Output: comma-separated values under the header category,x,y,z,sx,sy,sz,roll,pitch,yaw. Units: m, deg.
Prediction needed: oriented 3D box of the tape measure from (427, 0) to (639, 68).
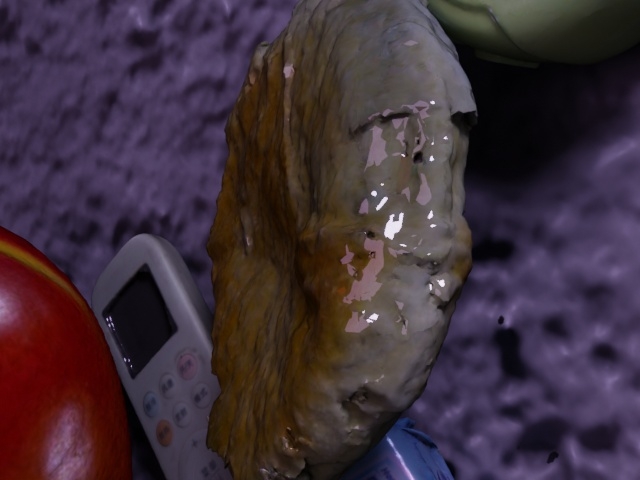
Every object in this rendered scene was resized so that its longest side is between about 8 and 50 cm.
category,x,y,z,sx,sy,sz,roll,pitch,yaw
tape measure,0.109,-0.173,0.654,0.200,0.106,0.175,-41,59,37

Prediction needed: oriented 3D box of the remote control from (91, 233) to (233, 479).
category,x,y,z,sx,sy,sz,roll,pitch,yaw
remote control,-0.065,0.130,0.857,0.090,0.038,0.309,-47,59,32

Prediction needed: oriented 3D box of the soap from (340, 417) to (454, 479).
category,x,y,z,sx,sy,sz,roll,pitch,yaw
soap,0.044,0.233,0.699,0.156,0.077,0.293,-35,64,13

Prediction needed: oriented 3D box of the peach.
category,x,y,z,sx,sy,sz,roll,pitch,yaw
peach,-0.217,0.137,0.881,0.258,0.201,0.361,7,125,46

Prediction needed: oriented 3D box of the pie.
category,x,y,z,sx,sy,sz,roll,pitch,yaw
pie,0.000,0.000,0.700,0.306,0.071,0.306,-171,90,-74
